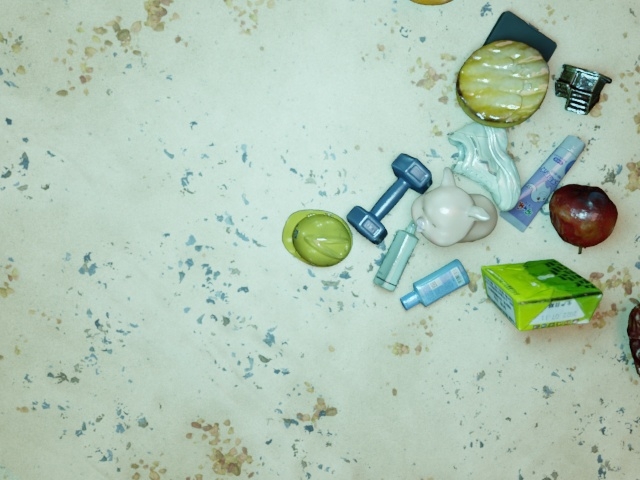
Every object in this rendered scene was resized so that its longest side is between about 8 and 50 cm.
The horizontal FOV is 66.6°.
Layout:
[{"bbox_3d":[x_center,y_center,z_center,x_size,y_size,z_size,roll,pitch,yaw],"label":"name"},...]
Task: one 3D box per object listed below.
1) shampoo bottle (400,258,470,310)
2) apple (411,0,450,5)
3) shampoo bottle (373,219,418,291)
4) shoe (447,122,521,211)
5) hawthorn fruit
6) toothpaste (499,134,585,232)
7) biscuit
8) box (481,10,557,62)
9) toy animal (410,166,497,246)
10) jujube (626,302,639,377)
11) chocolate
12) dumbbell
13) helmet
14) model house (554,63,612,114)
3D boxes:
[{"bbox_3d":[0.410,0.171,1.776,0.258,0.061,0.104,-29,100,-2],"label":"shampoo bottle"},{"bbox_3d":[0.376,-0.906,1.532,0.298,0.275,0.299,-1,103,-6],"label":"apple"},{"bbox_3d":[0.279,0.049,1.735,0.085,0.085,0.263,24,95,-8],"label":"shampoo bottle"},{"bbox_3d":[0.559,-0.253,1.708,0.210,0.132,0.342,-17,94,-1],"label":"shoe"},{"bbox_3d":[0.930,-0.066,1.724,0.210,0.230,0.266,-17,113,5],"label":"hawthorn fruit"},{"bbox_3d":[0.809,-0.208,1.772,0.125,0.080,0.371,35,100,-12],"label":"toothpaste"},{"bbox_3d":[0.602,-0.516,1.627,0.296,0.102,0.297,-2,82,14],"label":"biscuit"},{"bbox_3d":[0.693,-0.672,1.701,0.230,0.050,0.160,29,94,-8],"label":"box"},{"bbox_3d":[0.458,-0.081,1.633,0.326,0.269,0.237,-15,56,-22],"label":"toy animal"},{"bbox_3d":[1.278,0.385,1.833,0.216,0.216,0.342,-11,104,-4],"label":"jujube"},{"bbox_3d":[0.752,0.183,1.699,0.288,0.301,0.137,-6,110,-4],"label":"chocolate"},{"bbox_3d":[0.240,-0.142,1.680,0.143,0.156,0.316,41,91,20],"label":"dumbbell"},{"bbox_3d":[0.000,0.000,1.678,0.256,0.140,0.205,17,95,-10],"label":"helmet"},{"bbox_3d":[0.915,-0.531,1.729,0.165,0.106,0.152,28,108,27],"label":"model house"}]
